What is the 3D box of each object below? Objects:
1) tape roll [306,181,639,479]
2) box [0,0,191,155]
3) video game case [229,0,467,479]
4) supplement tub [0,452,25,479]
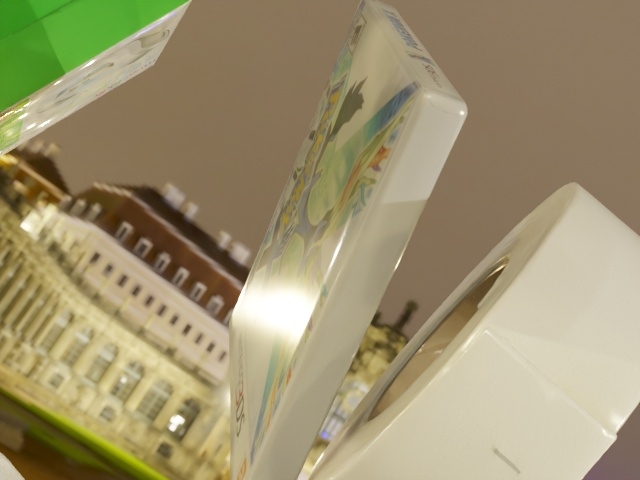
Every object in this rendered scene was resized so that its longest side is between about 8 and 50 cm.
[{"bbox_3d":[0.114,0.097,0.720,0.100,0.286,0.286,42,-14,2],"label":"tape roll"},{"bbox_3d":[-0.296,-0.208,1.131,0.126,0.262,0.231,55,-22,-3],"label":"box"},{"bbox_3d":[0.000,0.000,0.802,0.036,0.328,0.300,19,20,-13],"label":"video game case"},{"bbox_3d":[-0.506,0.413,1.283,0.207,0.338,0.207,60,-6,11],"label":"supplement tub"}]
